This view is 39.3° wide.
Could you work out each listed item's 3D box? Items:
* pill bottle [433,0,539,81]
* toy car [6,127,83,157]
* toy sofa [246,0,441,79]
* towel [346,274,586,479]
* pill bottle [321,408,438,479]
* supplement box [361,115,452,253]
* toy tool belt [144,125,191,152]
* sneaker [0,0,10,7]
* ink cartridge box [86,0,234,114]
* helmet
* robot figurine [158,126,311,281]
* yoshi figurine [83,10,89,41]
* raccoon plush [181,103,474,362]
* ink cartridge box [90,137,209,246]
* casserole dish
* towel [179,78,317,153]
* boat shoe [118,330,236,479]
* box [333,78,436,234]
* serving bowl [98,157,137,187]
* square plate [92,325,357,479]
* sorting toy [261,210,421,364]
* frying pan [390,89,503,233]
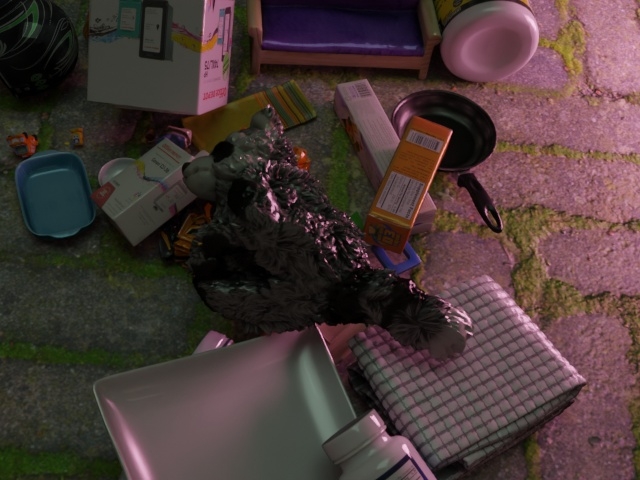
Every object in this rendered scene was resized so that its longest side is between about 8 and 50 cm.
[{"bbox_3d":[0.308,-0.491,1.782,0.188,0.188,0.333,0,53,-7],"label":"pill bottle"},{"bbox_3d":[-0.467,-0.167,1.529,0.122,0.060,0.040,-10,87,-6],"label":"toy car"},{"bbox_3d":[0.040,-0.422,1.705,0.363,0.177,0.150,1,53,-8],"label":"toy sofa"},{"bbox_3d":[0.202,0.204,1.300,0.284,0.121,0.235,-24,62,-25],"label":"towel"},{"bbox_3d":[0.089,0.315,1.145,0.112,0.112,0.186,-32,83,-27],"label":"pill bottle"},{"bbox_3d":[0.140,-0.092,1.455,0.080,0.078,0.233,24,56,8],"label":"supplement box"},{"bbox_3d":[-0.266,-0.171,1.557,0.083,0.052,0.051,2,45,-5],"label":"toy tool belt"},{"bbox_3d":[-0.575,-0.549,1.781,0.131,0.112,0.318,16,54,-16],"label":"sneaker"},{"bbox_3d":[-0.264,-0.363,1.517,0.197,0.269,0.198,8,15,7],"label":"ink cartridge box"},{"bbox_3d":[-0.511,-0.347,1.590,0.162,0.169,0.169,-38,65,-11],"label":"helmet"},{"bbox_3d":[-0.137,-0.050,1.462,0.211,0.085,0.291,20,54,9],"label":"robot figurine"},{"bbox_3d":[-0.335,-0.521,1.768,0.203,0.204,0.362,-7,60,39],"label":"yoshi figurine"},{"bbox_3d":[0.000,0.000,1.303,0.447,0.216,0.299,32,35,-12],"label":"raccoon plush"},{"bbox_3d":[-0.256,-0.092,1.433,0.198,0.067,0.115,-40,37,-12],"label":"ink cartridge box"},{"bbox_3d":[-0.433,-0.069,1.470,0.114,0.037,0.188,-13,57,-17],"label":"casserole dish"},{"bbox_3d":[-0.129,-0.223,1.632,0.237,0.021,0.102,-23,59,-22],"label":"towel"},{"bbox_3d":[-0.176,0.250,1.224,0.094,0.109,0.302,23,51,7],"label":"boat shoe"},{"bbox_3d":[0.108,-0.151,1.582,0.067,0.063,0.324,-15,57,-15],"label":"box"},{"bbox_3d":[-0.331,-0.100,1.510,0.083,0.027,0.083,4,53,-5],"label":"serving bowl"},{"bbox_3d":[-0.085,0.301,1.156,0.344,0.049,0.347,-12,68,-34],"label":"square plate"},{"bbox_3d":[0.005,0.083,1.393,0.196,0.047,0.348,42,56,13],"label":"sorting toy"},{"bbox_3d":[0.263,-0.153,1.611,0.197,0.053,0.326,-32,65,-26],"label":"frying pan"}]
